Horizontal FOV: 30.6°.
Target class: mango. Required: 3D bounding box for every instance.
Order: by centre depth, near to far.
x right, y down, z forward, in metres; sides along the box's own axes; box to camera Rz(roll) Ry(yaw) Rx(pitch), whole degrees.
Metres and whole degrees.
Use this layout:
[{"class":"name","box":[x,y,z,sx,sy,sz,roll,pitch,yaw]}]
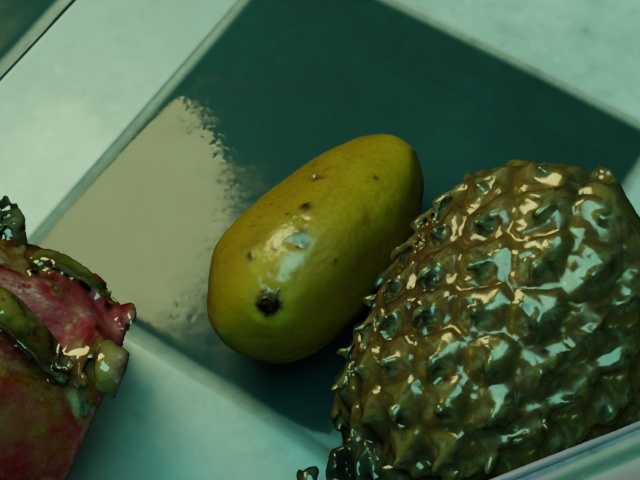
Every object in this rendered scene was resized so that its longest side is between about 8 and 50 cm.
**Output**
[{"class":"mango","box":[0.000,0.000,0.845,0.109,0.147,0.227,40,47,1]}]

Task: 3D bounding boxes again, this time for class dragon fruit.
[{"class":"dragon fruit","box":[-0.201,0.093,0.769,0.147,0.211,0.282,20,46,-1]}]

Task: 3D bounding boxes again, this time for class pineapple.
[{"class":"pineapple","box":[0.076,0.127,0.747,0.202,0.202,0.362,35,76,19]}]

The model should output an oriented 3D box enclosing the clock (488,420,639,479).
[{"class":"clock","box":[0.168,0.180,0.634,0.192,0.071,0.147,-18,33,-15]}]
